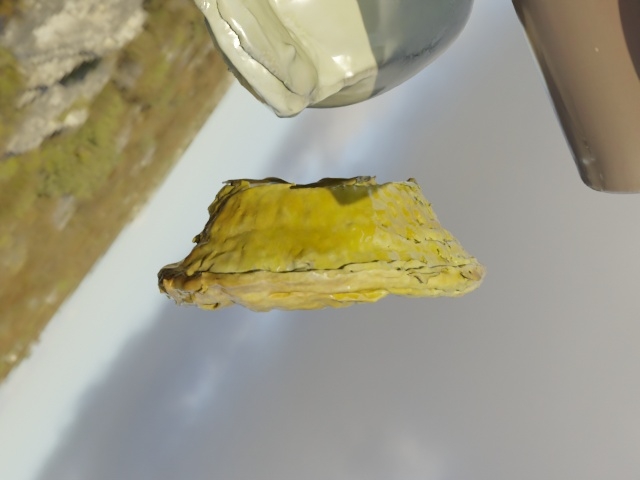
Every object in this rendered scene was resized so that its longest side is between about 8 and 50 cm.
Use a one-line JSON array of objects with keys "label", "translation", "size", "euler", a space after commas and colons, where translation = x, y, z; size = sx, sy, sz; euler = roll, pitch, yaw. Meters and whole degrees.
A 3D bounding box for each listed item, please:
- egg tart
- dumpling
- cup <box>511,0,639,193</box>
[{"label": "egg tart", "translation": [0.000, 0.000, 1.263], "size": [0.345, 0.345, 0.132], "euler": [-154, -117, -82]}, {"label": "dumpling", "translation": [-0.015, -0.259, 0.986], "size": [0.233, 0.315, 0.395], "euler": [-16, -156, 36]}, {"label": "cup", "translation": [0.200, -0.149, 0.676], "size": [0.191, 0.200, 0.253], "euler": [-24, -164, 11]}]
